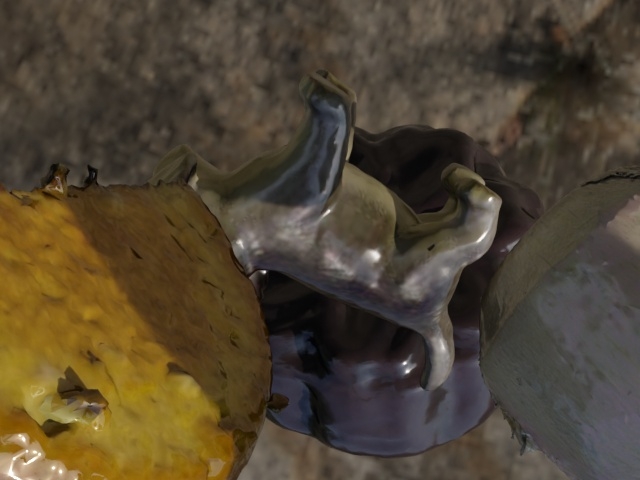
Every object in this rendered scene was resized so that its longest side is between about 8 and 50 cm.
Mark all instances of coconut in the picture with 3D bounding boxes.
[{"bbox_3d":[0.172,0.061,0.935,0.183,0.171,0.171,50,148,21],"label":"coconut"}]

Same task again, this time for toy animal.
[{"bbox_3d":[-0.003,-0.016,1.186,0.233,0.121,0.168,20,99,-11],"label":"toy animal"}]

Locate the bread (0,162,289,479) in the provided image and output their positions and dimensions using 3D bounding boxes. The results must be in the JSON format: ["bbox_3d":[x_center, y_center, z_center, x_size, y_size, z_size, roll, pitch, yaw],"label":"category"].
[{"bbox_3d":[-0.138,0.091,0.893,0.194,0.340,0.179,-46,71,24],"label":"bread"}]

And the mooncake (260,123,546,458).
[{"bbox_3d":[0.049,0.027,1.538,0.283,0.283,0.141,5,147,15],"label":"mooncake"}]
